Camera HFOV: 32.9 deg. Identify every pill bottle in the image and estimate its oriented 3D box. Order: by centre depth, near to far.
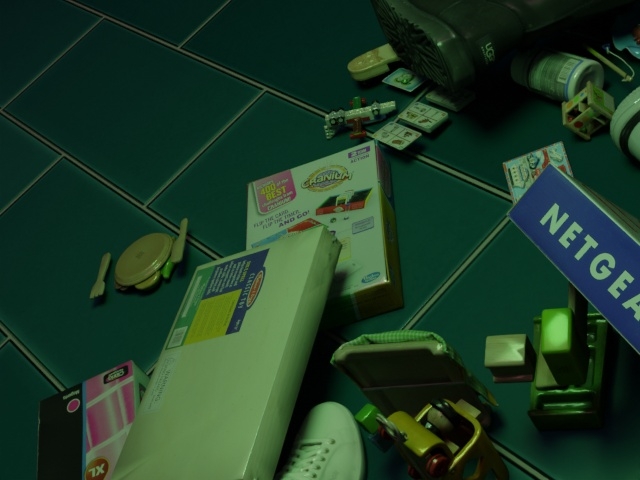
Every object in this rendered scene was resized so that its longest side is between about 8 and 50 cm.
[{"bbox_3d":[0.372,-0.262,1.714,0.078,0.078,0.137,-45,43,-13],"label":"pill bottle"}]

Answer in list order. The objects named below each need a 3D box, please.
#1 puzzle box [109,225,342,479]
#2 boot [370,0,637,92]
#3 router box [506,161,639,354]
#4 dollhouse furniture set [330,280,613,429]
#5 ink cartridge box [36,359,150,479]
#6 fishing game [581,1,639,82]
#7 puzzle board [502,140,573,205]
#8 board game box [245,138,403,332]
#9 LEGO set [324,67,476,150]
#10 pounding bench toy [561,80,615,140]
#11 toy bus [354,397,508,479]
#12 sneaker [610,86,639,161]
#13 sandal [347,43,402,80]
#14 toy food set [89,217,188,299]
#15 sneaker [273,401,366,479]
[{"bbox_3d":[-0.128,0.176,1.507,0.272,0.052,0.409,-17,41,39],"label":"puzzle box"},{"bbox_3d":[0.335,-0.423,1.768,0.445,0.146,0.367,-29,37,-5],"label":"boot"},{"bbox_3d":[0.405,0.078,1.208,0.082,0.301,0.335,-53,39,16],"label":"router box"},{"bbox_3d":[0.195,0.130,1.370,0.302,0.197,0.151,-7,50,26],"label":"dollhouse furniture set"},{"bbox_3d":[-0.328,0.359,1.585,0.176,0.069,0.371,-24,45,10],"label":"ink cartridge box"},{"bbox_3d":[0.546,-0.341,1.685,0.264,0.041,0.189,-23,41,-3],"label":"fishing game"},{"bbox_3d":[0.331,-0.092,1.631,0.096,0.011,0.128,-20,43,15],"label":"puzzle board"},{"bbox_3d":[0.000,0.000,1.710,0.242,0.064,0.316,-18,44,17],"label":"board game box"},{"bbox_3d":[0.123,-0.223,1.874,0.182,0.060,0.244,-38,42,-23],"label":"LEGO set"},{"bbox_3d":[0.415,-0.186,1.641,0.065,0.083,0.052,-42,28,41],"label":"pounding bench toy"},{"bbox_3d":[0.152,0.243,1.304,0.104,0.191,0.202,-45,-1,-13],"label":"toy bus"},{"bbox_3d":[0.595,-0.185,1.467,0.366,0.137,0.210,-33,42,9],"label":"sneaker"},{"bbox_3d":[0.151,-0.372,1.928,0.240,0.079,0.088,-27,34,-3],"label":"sandal"},{"bbox_3d":[-0.305,0.041,1.888,0.192,0.038,0.132,-22,36,21],"label":"toy food set"},{"bbox_3d":[-0.016,0.315,1.386,0.106,0.123,0.290,-12,45,25],"label":"sneaker"}]
